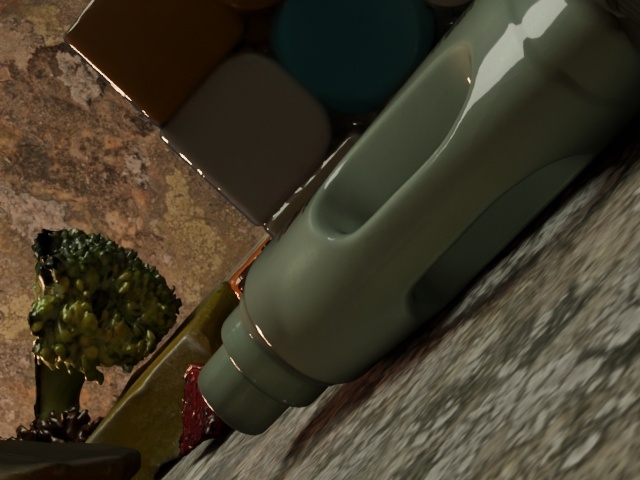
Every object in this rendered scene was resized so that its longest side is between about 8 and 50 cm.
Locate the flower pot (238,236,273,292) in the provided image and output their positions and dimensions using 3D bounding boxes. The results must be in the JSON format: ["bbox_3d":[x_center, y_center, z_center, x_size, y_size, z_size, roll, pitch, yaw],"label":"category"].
[{"bbox_3d":[0.000,0.000,1.721,0.251,0.084,0.179,-44,6,39],"label":"flower pot"}]

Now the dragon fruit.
[{"bbox_3d":[-0.088,0.155,1.500,0.131,0.063,0.097,139,140,-60],"label":"dragon fruit"}]

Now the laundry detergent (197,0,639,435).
[{"bbox_3d":[0.058,-0.019,1.029,0.398,0.124,0.264,-47,5,19],"label":"laundry detergent"}]

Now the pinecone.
[{"bbox_3d":[-0.303,0.269,1.793,0.173,0.173,0.173,-47,4,4],"label":"pinecone"}]

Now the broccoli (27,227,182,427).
[{"bbox_3d":[-0.256,0.117,1.905,0.242,0.180,0.273,91,177,-82],"label":"broccoli"}]

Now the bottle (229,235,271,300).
[{"bbox_3d":[-0.095,0.064,2.217,0.187,0.069,0.069,-46,4,5],"label":"bottle"}]

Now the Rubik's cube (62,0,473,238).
[{"bbox_3d":[0.041,-0.196,1.361,0.346,0.344,0.347,-46,3,14],"label":"Rubik's cube"}]

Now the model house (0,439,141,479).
[{"bbox_3d":[-0.207,0.245,1.048,0.199,0.219,0.229,6,89,44],"label":"model house"}]

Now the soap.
[{"bbox_3d":[-0.157,0.162,1.786,0.199,0.091,0.315,-45,5,11],"label":"soap"}]
